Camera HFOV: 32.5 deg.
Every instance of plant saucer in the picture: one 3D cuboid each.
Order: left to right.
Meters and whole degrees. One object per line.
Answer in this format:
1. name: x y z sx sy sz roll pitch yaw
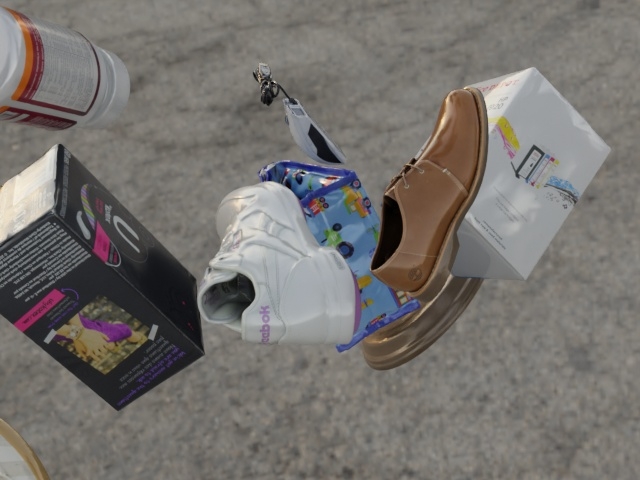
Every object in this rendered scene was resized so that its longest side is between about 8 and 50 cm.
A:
1. plant saucer: 0.155 0.081 1.709 0.278 0.041 0.278 -45 16 17

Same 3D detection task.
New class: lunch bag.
1. lunch bag: 0.000 0.000 1.609 0.138 0.221 0.293 -29 18 -7

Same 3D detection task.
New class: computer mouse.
1. computer mouse: -0.032 -0.164 1.542 0.042 0.193 0.106 -39 32 7

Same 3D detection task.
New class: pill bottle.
1. pill bottle: -0.320 -0.188 1.245 0.121 0.121 0.221 5 0 24

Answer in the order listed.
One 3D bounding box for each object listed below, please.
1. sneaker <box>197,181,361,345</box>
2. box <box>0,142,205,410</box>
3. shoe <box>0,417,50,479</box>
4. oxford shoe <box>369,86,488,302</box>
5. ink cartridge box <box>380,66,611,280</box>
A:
1. sneaker: -0.075 0.019 1.180 0.152 0.114 0.305 -8 25 -21
2. box: -0.277 0.046 1.317 0.143 0.270 0.165 -33 34 12
3. shoe: -0.249 0.246 0.895 0.076 0.219 0.058 -26 -4 34
4. oxford shoe: 0.102 -0.054 1.033 0.076 0.076 0.212 -5 65 64
5. ink cartridge box: 0.238 -0.087 1.499 0.232 0.168 0.171 -54 21 -17
